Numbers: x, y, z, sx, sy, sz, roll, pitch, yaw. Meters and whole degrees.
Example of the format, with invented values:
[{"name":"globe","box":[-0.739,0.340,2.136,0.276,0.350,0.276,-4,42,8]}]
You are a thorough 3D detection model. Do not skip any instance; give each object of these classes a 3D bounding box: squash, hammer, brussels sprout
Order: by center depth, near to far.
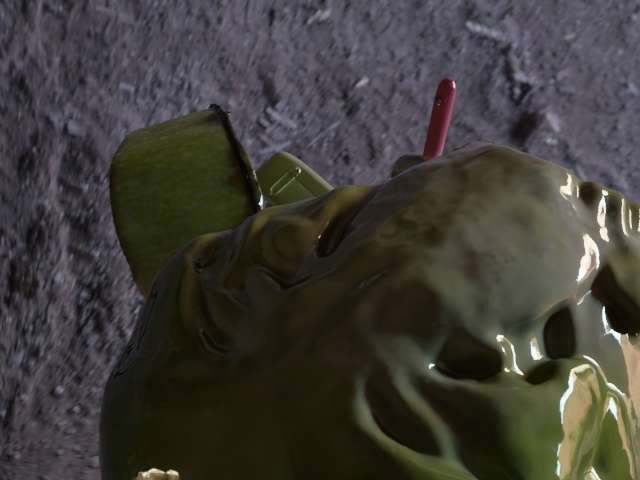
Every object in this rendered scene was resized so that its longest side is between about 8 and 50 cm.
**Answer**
[{"name":"brussels sprout","box":[0.027,0.094,0.653,0.243,0.274,0.316,35,61,-31]},{"name":"hammer","box":[0.074,-0.063,0.847,0.031,0.052,0.083,0,108,-42]},{"name":"squash","box":[-0.118,-0.015,1.283,0.133,0.220,0.220,-19,86,-3]}]

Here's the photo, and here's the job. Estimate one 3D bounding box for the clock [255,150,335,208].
[{"name":"clock","box":[0.000,0.000,1.609,0.170,0.232,0.069,41,77,21]}]
